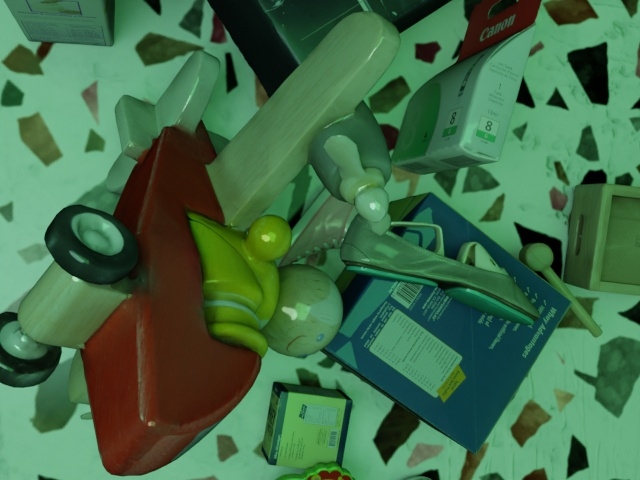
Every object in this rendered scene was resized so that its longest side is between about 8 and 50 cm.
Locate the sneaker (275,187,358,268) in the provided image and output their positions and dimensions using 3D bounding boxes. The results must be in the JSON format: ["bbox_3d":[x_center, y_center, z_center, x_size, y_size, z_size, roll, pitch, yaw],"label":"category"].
[{"bbox_3d":[0.000,0.000,0.808,0.070,0.051,0.134,40,77,-4],"label":"sneaker"}]

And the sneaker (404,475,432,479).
[{"bbox_3d":[0.090,0.375,0.739,0.110,0.118,0.292,54,41,-16],"label":"sneaker"}]

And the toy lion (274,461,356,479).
[{"bbox_3d":[-0.010,0.283,0.766,0.100,0.034,0.096,25,92,-11],"label":"toy lion"}]

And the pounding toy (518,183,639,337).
[{"bbox_3d":[0.338,0.023,0.869,0.205,0.094,0.181,6,93,-3],"label":"pounding toy"}]

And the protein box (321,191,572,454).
[{"bbox_3d":[0.124,0.087,0.792,0.201,0.136,0.200,36,82,-10],"label":"protein box"}]

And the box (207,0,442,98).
[{"bbox_3d":[0.019,-0.370,0.752,0.343,0.179,0.313,-35,97,-11],"label":"box"}]

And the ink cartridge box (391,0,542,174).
[{"bbox_3d":[0.161,-0.189,0.781,0.056,0.181,0.225,16,86,-16],"label":"ink cartridge box"}]

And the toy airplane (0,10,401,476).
[{"bbox_3d":[-0.099,0.007,0.646,0.272,0.386,0.385,32,73,-20],"label":"toy airplane"}]

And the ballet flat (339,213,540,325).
[{"bbox_3d":[0.125,0.024,0.687,0.213,0.072,0.068,18,81,-10],"label":"ballet flat"}]

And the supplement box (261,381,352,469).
[{"bbox_3d":[-0.016,0.210,0.799,0.083,0.056,0.083,10,87,-12],"label":"supplement box"}]

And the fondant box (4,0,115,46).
[{"bbox_3d":[-0.232,-0.331,0.617,0.096,0.330,0.239,1,90,-13],"label":"fondant box"}]
